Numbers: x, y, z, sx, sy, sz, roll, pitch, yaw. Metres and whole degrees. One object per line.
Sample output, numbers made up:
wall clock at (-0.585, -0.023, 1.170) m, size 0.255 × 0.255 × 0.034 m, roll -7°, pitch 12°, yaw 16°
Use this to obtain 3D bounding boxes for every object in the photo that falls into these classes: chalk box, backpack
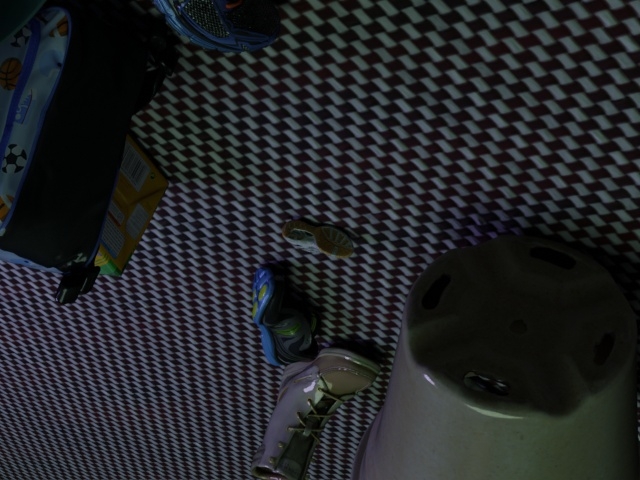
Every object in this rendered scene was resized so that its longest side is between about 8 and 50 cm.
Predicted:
chalk box at (-0.304, -0.057, 1.567) m, size 0.213 × 0.132 × 0.132 m, roll 4°, pitch 147°, yaw 32°
backpack at (-0.303, -0.100, 1.355) m, size 0.213 × 0.277 × 0.263 m, roll 26°, pitch 167°, yaw -31°

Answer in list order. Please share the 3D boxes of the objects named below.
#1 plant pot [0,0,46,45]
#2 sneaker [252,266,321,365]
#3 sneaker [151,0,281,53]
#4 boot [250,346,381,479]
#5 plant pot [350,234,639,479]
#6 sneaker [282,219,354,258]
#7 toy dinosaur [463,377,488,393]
plant pot at (-0.338, -0.296, 1.026) m, size 0.235 × 0.293 × 0.293 m, roll 29°, pitch 156°, yaw 23°
sneaker at (-0.040, 0.089, 1.717) m, size 0.078 × 0.067 × 0.188 m, roll -5°, pitch 145°, yaw 7°
sneaker at (-0.105, -0.234, 1.160) m, size 0.087 × 0.083 × 0.221 m, roll -12°, pitch 139°, yaw 41°
boot at (-0.010, 0.227, 1.809) m, size 0.077 × 0.165 × 0.213 m, roll 32°, pitch 153°, yaw -18°
plant pot at (0.193, 0.174, 1.442) m, size 0.333 × 0.334 × 0.305 m, roll 15°, pitch 141°, yaw 15°
sneaker at (0.000, 0.000, 1.554) m, size 0.083 × 0.032 × 0.037 m, roll 20°, pitch 167°, yaw 17°
toy dinosaur at (0.212, 0.225, 1.760) m, size 0.268 × 0.064 × 0.118 m, roll 32°, pitch 145°, yaw -12°
